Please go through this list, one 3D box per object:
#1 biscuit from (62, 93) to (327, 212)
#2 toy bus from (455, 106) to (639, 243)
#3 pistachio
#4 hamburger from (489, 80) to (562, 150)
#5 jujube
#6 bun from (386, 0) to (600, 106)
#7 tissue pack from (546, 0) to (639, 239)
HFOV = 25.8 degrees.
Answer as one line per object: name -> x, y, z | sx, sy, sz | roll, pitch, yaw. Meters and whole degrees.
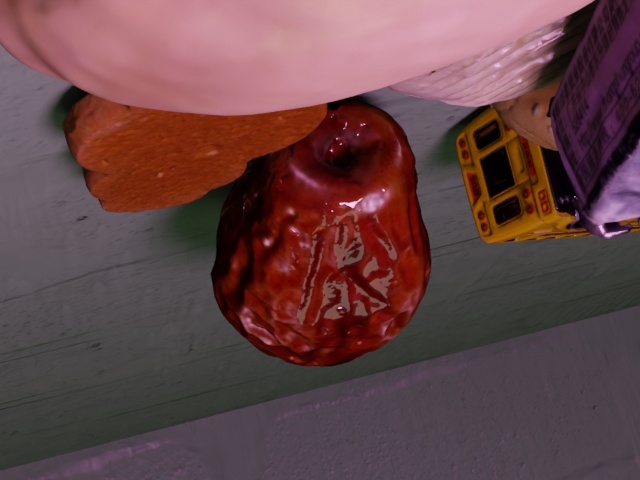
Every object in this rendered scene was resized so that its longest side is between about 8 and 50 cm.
biscuit -> -0.078, -0.102, 0.993 | 0.202, 0.047, 0.334 | -8, 162, -27
toy bus -> 0.297, -0.077, 1.330 | 0.331, 0.145, 0.151 | -4, 163, -35
pistachio -> 0.004, -0.153, 0.559 | 0.318, 0.193, 0.214 | -8, -164, -4
hamburger -> 0.250, -0.128, 1.004 | 0.288, 0.192, 0.167 | -24, 155, 28
jujube -> 0.000, 0.000, 1.214 | 0.197, 0.197, 0.290 | -13, 152, -15
bun -> 0.107, -0.170, 0.778 | 0.210, 0.116, 0.237 | -31, 158, 24
tissue pack -> 0.274, -0.146, 0.687 | 0.259, 0.122, 0.361 | -14, 159, -14
